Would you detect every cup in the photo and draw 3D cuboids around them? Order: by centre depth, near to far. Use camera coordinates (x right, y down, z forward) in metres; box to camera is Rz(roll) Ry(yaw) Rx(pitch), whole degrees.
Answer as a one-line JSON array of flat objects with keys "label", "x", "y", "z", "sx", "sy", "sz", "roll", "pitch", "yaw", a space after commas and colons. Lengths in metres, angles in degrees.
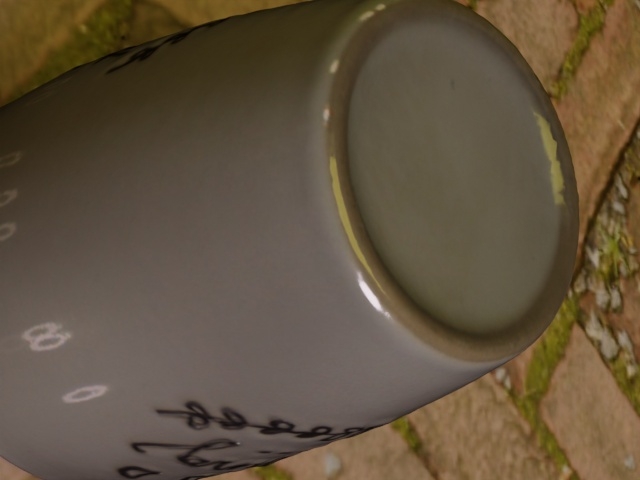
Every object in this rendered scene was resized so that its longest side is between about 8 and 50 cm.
[{"label": "cup", "x": 0.000, "y": 0.000, "z": 0.555, "sx": 0.258, "sy": 0.234, "sz": 0.186, "roll": 1, "pitch": 78, "yaw": -44}]
